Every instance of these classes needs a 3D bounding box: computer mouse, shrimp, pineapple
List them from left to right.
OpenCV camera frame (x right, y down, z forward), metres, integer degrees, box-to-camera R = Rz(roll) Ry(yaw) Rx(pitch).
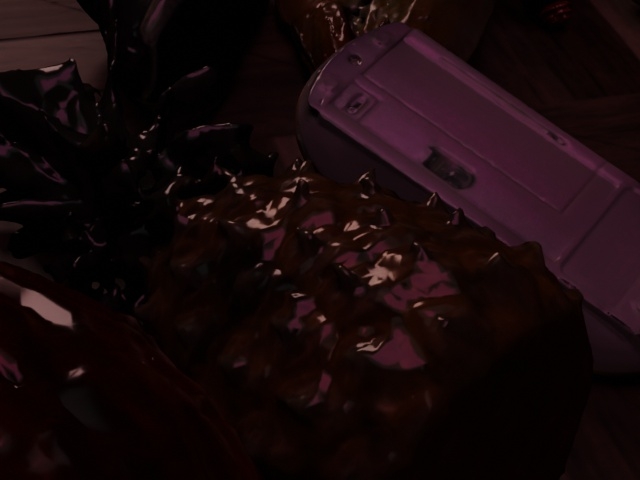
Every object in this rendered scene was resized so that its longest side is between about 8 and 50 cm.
[{"bbox_3d":[-0.050,0.014,0.614,0.340,0.169,0.169,30,46,32],"label":"pineapple"},{"bbox_3d":[0.037,-0.143,0.873,0.154,0.062,0.294,0,37,12],"label":"shrimp"},{"bbox_3d":[0.098,-0.022,0.725,0.245,0.056,0.126,36,54,12],"label":"computer mouse"}]

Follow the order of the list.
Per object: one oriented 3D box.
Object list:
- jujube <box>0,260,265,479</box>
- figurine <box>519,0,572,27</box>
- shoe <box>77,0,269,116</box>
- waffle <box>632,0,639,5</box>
[{"bbox_3d":[-0.106,0.118,0.458,0.290,0.197,0.197,39,51,24],"label":"jujube"},{"bbox_3d":[0.159,-0.194,0.953,0.047,0.060,0.106,-20,25,24],"label":"figurine"},{"bbox_3d":[-0.101,-0.153,0.844,0.112,0.099,0.227,8,37,13],"label":"shoe"},{"bbox_3d":[0.337,-0.182,0.955,0.245,0.052,0.254,-27,52,-34],"label":"waffle"}]
